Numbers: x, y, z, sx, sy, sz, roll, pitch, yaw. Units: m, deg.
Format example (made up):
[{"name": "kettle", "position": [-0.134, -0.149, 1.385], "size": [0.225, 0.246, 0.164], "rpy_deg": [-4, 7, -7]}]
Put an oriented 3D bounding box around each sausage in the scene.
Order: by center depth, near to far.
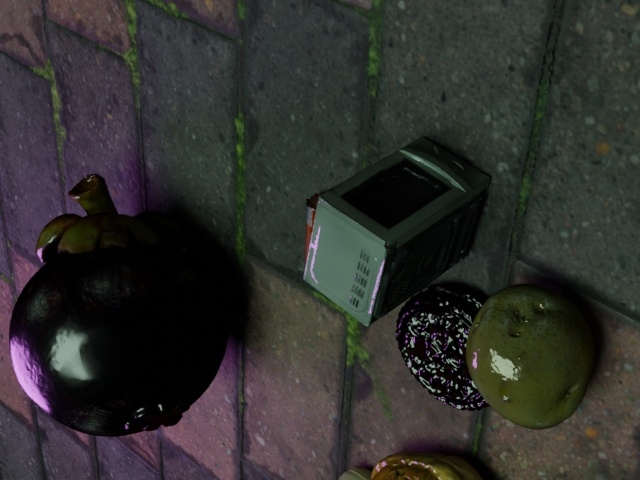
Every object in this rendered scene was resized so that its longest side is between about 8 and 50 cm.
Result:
[{"name": "sausage", "position": [0.000, 0.000, 1.590], "size": [0.050, 0.048, 0.145], "rpy_deg": [4, 126, 2]}]

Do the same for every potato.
[{"name": "potato", "position": [0.261, 0.156, 1.334], "size": [0.157, 0.157, 0.194], "rpy_deg": [28, 148, 33]}]

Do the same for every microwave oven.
[{"name": "microwave oven", "position": [0.098, -0.012, 1.339], "size": [0.122, 0.208, 0.162], "rpy_deg": [35, 136, 27]}]

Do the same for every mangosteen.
[{"name": "mangosteen", "position": [-0.356, 0.119, 1.819], "size": [0.435, 0.382, 0.382], "rpy_deg": [63, 145, 22]}]

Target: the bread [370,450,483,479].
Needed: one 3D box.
[{"name": "bread", "position": [0.167, 0.415, 1.616], "size": [0.236, 0.120, 0.198], "rpy_deg": [-9, 105, 49]}]

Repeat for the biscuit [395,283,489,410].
[{"name": "biscuit", "position": [0.186, 0.147, 1.472], "size": [0.194, 0.053, 0.194], "rpy_deg": [26, 131, 34]}]

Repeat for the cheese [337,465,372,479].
[{"name": "cheese", "position": [0.106, 0.483, 1.773], "size": [0.227, 0.064, 0.137], "rpy_deg": [50, 144, 13]}]
